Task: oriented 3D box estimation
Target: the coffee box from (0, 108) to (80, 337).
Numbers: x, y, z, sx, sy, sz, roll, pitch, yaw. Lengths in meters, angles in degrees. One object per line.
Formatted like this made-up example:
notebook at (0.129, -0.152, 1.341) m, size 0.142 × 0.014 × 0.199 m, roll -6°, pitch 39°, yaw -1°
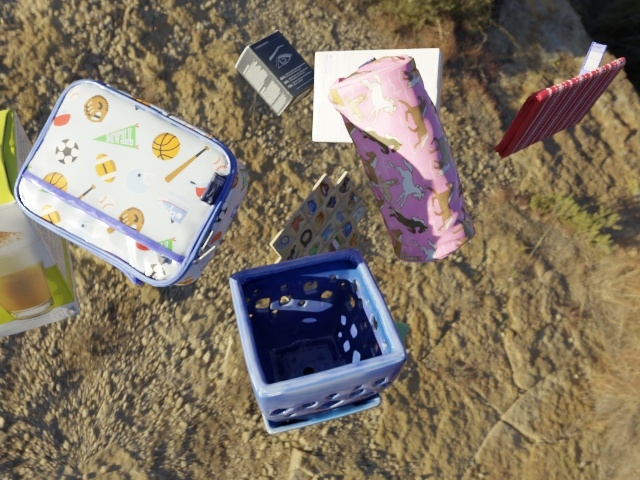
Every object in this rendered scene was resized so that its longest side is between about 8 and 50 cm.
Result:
coffee box at (-0.736, -0.017, 1.137) m, size 0.338 × 0.334 × 0.338 m, roll -17°, pitch 48°, yaw -15°

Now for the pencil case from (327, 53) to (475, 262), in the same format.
pencil case at (0.154, -0.141, 1.021) m, size 0.160 × 0.167 × 0.385 m, roll -29°, pitch 111°, yaw -8°

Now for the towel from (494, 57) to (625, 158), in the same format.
towel at (0.522, -0.291, 1.216) m, size 0.275 × 0.198 × 0.031 m, roll -25°, pitch 67°, yaw -21°

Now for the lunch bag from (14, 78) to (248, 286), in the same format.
lunch bag at (-0.268, -0.072, 0.805) m, size 0.304 × 0.115 × 0.243 m, roll 29°, pitch 88°, yaw 6°

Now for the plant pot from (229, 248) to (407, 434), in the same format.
plant pot at (-0.015, 0.180, 0.926) m, size 0.236 × 0.212 × 0.235 m, roll -11°, pitch 50°, yaw -14°

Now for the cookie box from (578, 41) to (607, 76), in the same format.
cookie box at (0.718, -0.456, 1.477) m, size 0.040 × 0.091 × 0.107 m, roll 23°, pitch 69°, yaw 18°

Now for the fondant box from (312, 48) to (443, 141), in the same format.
fondant box at (0.150, -0.379, 1.479) m, size 0.331 × 0.096 × 0.238 m, roll 5°, pitch 98°, yaw 19°

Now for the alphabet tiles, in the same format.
alphabet tiles at (0.000, 0.000, 1.432) m, size 0.011 × 0.285 × 0.342 m, roll 24°, pitch 70°, yaw 38°

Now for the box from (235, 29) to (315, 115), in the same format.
box at (-0.131, -0.521, 1.715) m, size 0.207 × 0.108 × 0.153 m, roll 49°, pitch 53°, yaw -3°

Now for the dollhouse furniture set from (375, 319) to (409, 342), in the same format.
dollhouse furniture set at (0.132, 0.225, 1.154) m, size 0.076 × 0.058 × 0.151 m, roll 20°, pitch 71°, yaw 6°
